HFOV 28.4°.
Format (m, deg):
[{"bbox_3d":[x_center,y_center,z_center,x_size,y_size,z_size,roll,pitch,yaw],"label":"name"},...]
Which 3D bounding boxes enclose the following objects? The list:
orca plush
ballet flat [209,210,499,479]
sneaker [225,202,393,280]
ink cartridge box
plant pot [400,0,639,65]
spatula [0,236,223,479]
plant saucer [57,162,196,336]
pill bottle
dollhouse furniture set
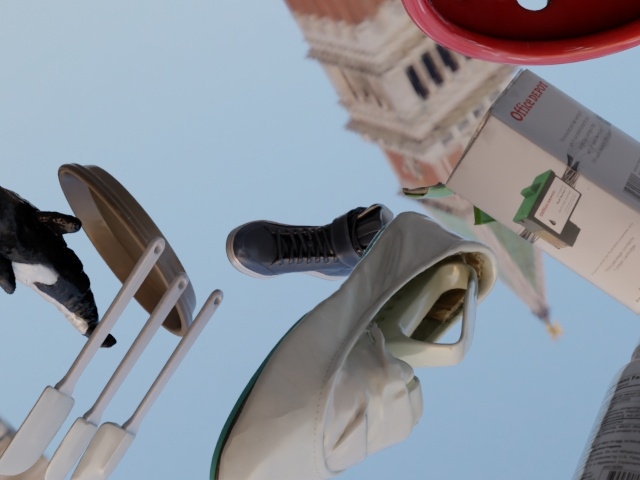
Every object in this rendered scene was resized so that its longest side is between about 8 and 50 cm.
[{"bbox_3d":[-0.343,0.017,1.609,0.102,0.287,0.151,-33,-167,15],"label":"orca plush"},{"bbox_3d":[0.051,0.100,1.104,0.139,0.139,0.400,-7,-153,35],"label":"ballet flat"},{"bbox_3d":[0.000,-0.002,1.692,0.163,0.226,0.086,-21,-109,48],"label":"sneaker"},{"bbox_3d":[0.245,-0.052,1.194,0.092,0.219,0.160,-59,173,30],"label":"ink cartridge box"},{"bbox_3d":[0.125,-0.215,0.669,0.191,0.191,0.174,-16,-118,24],"label":"plant pot"},{"bbox_3d":[-0.182,0.122,1.139,0.019,0.168,0.242,26,-101,32],"label":"spatula"},{"bbox_3d":[-0.250,0.007,1.672,0.041,0.278,0.278,-37,-148,-17],"label":"plant saucer"},{"bbox_3d":[0.345,0.216,1.254,0.160,0.160,0.283,-3,-139,39],"label":"pill bottle"},{"bbox_3d":[0.192,-0.053,1.792,0.076,0.058,0.152,-10,-174,-34],"label":"dollhouse furniture set"}]
